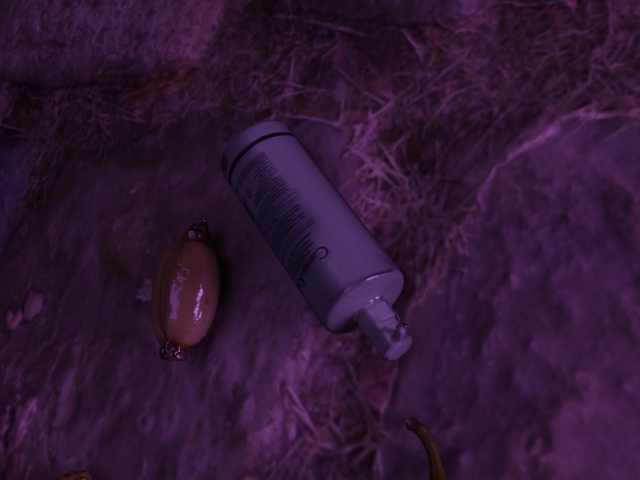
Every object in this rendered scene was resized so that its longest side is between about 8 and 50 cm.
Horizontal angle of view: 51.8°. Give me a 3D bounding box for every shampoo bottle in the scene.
[{"bbox_3d":[0.000,0.000,0.608,0.085,0.085,0.262,-41,60,10],"label":"shampoo bottle"}]

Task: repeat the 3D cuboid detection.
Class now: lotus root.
[{"bbox_3d":[-0.136,0.050,0.676,0.073,0.062,0.150,-13,64,48],"label":"lotus root"}]

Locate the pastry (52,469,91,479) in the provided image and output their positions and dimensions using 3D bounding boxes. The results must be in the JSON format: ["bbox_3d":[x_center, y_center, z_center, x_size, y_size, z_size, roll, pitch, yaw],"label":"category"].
[{"bbox_3d":[-0.257,0.305,0.653,0.080,0.056,0.140,-25,64,31],"label":"pastry"}]

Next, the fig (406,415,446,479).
[{"bbox_3d":[0.077,0.212,0.488,0.093,0.093,0.166,-30,64,16],"label":"fig"}]
